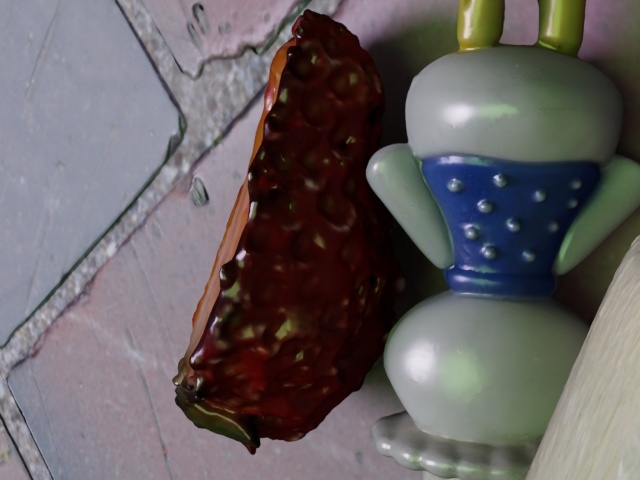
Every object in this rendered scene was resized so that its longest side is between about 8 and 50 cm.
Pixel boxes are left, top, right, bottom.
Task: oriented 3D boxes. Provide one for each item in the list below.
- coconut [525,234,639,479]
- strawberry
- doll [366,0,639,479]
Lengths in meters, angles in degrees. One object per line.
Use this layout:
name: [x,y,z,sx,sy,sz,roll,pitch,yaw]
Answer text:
coconut: [0.206,0.087,0.381,0.245,0.245,0.247,37,127,29]
strawberry: [0.000,0.000,0.617,0.111,0.190,0.236,17,98,-6]
doll: [0.090,0.012,0.548,0.138,0.119,0.293,1,96,-3]
